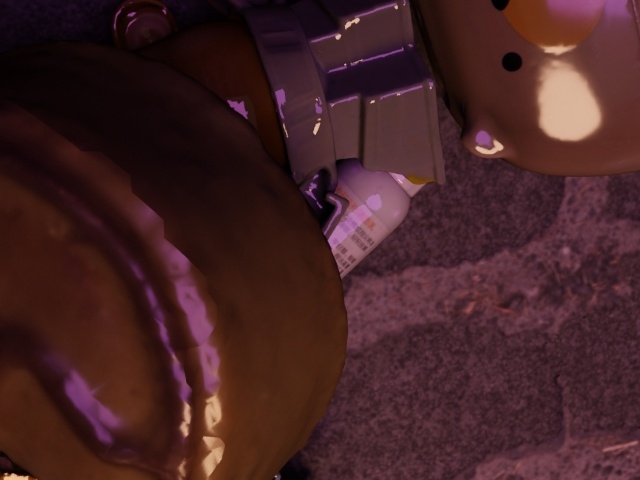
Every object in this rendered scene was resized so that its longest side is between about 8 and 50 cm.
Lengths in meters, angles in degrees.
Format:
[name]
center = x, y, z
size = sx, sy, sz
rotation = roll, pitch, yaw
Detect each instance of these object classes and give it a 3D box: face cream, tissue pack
[face cream]
center = 0.000, 0.000, 1.406
size = 0.269, 0.082, 0.082
rotation = -42, 112, 1
[tissue pack]
center = 0.190, -0.249, 1.277
size = 0.277, 0.267, 0.387
rotation = -19, 112, -6

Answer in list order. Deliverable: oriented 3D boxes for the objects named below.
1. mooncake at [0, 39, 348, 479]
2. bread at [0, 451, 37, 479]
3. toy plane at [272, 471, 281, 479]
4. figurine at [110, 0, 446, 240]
[mooncake]
center = -0.204, 0.054, 1.202
size = 0.394, 0.246, 0.393
rotation = -14, 107, 33
[bread]
center = -0.318, 0.232, 1.333
size = 0.340, 0.194, 0.179
rotation = 11, 102, -22
[toy plane]
center = -0.100, 0.337, 1.450
size = 0.223, 0.104, 0.326
rotation = 31, 90, 11
[figurine]
center = -0.057, -0.117, 1.302
size = 0.285, 0.167, 0.342
rotation = -18, 66, -7
